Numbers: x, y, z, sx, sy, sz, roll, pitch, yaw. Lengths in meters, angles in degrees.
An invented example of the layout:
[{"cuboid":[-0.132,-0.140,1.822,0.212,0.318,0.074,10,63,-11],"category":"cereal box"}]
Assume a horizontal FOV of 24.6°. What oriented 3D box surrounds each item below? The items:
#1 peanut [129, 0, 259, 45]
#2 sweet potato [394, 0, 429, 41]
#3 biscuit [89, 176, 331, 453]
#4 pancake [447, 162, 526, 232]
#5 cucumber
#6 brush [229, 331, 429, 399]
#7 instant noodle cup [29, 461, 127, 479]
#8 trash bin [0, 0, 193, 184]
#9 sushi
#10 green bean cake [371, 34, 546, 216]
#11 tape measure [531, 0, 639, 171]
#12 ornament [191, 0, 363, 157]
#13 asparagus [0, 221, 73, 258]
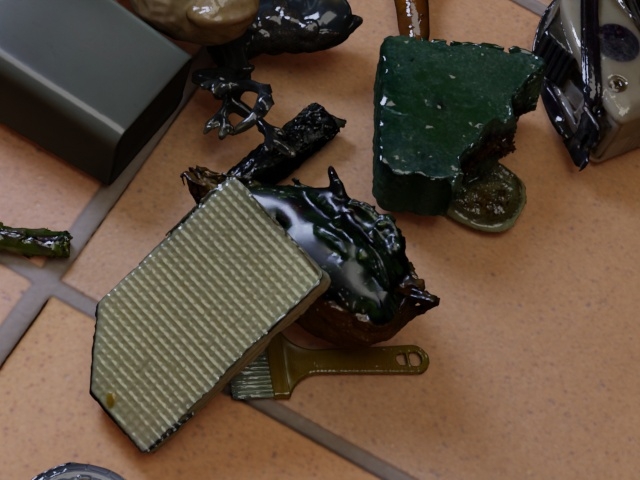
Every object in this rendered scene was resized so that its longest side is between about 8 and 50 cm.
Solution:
[{"cuboid":[-0.164,-0.303,1.625,0.136,0.120,0.298,-20,42,-20],"category":"peanut"},{"cuboid":[0.115,-0.328,1.788,0.057,0.057,0.264,13,62,-6],"category":"sweet potato"},{"cuboid":[-0.124,0.074,1.433,0.252,0.052,0.150,-45,75,-2],"category":"biscuit"},{"cuboid":[0.183,-0.054,1.660,0.108,0.017,0.108,5,56,-8],"category":"pancake"},{"cuboid":[-0.045,-0.093,1.613,0.053,0.053,0.181,43,62,13],"category":"cucumber"},{"cuboid":[0.009,0.125,1.517,0.218,0.010,0.082,-1,59,-16],"category":"brush"},{"cuboid":[-0.218,0.276,1.301,0.208,0.125,0.177,-6,62,-17],"category":"instant noodle cup"},{"cuboid":[-0.281,-0.190,1.571,0.240,0.122,0.164,34,58,5],"category":"trash bin"},{"cuboid":[0.000,0.001,1.510,0.287,0.140,0.149,40,55,15],"category":"sushi"},{"cuboid":[0.151,-0.119,1.627,0.193,0.107,0.208,8,53,-5],"category":"green bean cake"},{"cuboid":[0.358,-0.233,1.747,0.271,0.133,0.231,-24,68,-22],"category":"tape measure"},{"cuboid":[-0.045,-0.185,1.613,0.202,0.080,0.236,-4,42,-2],"category":"ornament"},{"cuboid":[-0.337,-0.007,1.498,0.165,0.030,0.036,11,82,-10],"category":"asparagus"}]
